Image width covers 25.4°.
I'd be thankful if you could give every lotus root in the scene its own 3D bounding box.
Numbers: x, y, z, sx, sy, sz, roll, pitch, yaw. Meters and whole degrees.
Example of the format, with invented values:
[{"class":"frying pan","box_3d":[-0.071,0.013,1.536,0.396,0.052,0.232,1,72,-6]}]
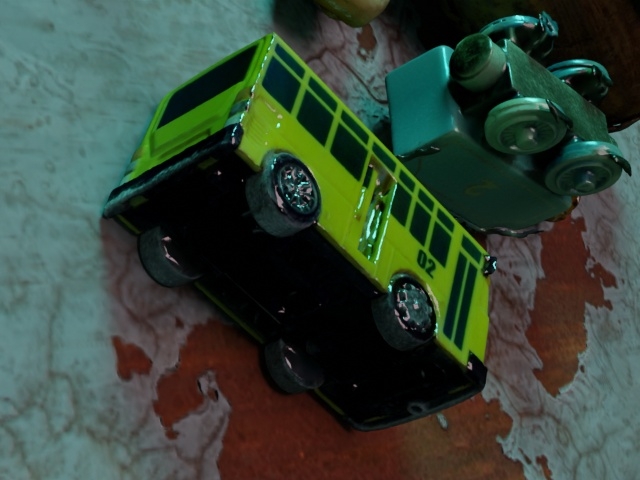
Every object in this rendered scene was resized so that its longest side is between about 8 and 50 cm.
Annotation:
[{"class":"lotus root","box_3d":[0.219,-0.229,1.301,0.397,0.196,0.179,41,31,-44]}]

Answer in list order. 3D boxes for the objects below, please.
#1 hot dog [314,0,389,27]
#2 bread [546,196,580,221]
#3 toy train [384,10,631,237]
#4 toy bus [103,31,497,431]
[{"class":"hot dog","box_3d":[0.020,-0.261,1.182,0.084,0.073,0.242,43,37,-28]},{"class":"bread","box_3d":[0.201,-0.068,1.318,0.110,0.060,0.066,59,8,-8]},{"class":"toy train","box_3d":[0.152,-0.091,1.178,0.203,0.163,0.112,29,47,-42]},{"class":"toy bus","box_3d":[0.000,0.000,0.964,0.262,0.128,0.150,44,41,-27]}]
